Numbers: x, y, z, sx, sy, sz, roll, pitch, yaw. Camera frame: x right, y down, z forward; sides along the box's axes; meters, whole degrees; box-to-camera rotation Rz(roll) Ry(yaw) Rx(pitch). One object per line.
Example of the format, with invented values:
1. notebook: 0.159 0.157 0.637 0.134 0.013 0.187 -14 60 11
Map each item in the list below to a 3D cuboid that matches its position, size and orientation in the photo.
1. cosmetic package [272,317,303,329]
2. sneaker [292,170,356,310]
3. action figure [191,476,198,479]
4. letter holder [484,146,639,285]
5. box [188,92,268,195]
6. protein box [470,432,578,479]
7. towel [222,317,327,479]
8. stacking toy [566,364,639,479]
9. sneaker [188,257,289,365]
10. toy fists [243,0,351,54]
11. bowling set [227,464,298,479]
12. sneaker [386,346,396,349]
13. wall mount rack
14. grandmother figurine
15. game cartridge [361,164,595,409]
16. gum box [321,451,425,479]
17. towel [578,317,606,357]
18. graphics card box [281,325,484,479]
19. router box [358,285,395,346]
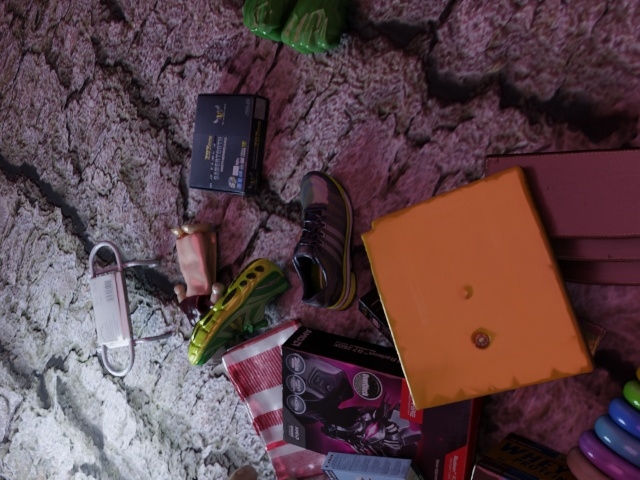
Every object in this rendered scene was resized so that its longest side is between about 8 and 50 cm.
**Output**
1. cosmetic package: -0.058 0.234 1.362 0.060 0.041 0.115 -25 77 31
2. sneaker: 0.000 0.000 1.276 0.111 0.121 0.299 -13 83 33
3. action figure: -0.261 0.661 1.439 0.276 0.141 0.163 10 107 32
4. letter holder: 0.429 -0.031 0.976 0.302 0.152 0.214 2 93 34
5. box: -0.220 -0.228 1.462 0.184 0.059 0.232 10 95 35
6. protein box: 0.325 0.457 1.011 0.136 0.200 0.201 16 98 32
7. towel: -0.065 0.355 1.334 0.237 0.037 0.328 -28 86 30
8. stacking toy: 0.514 0.242 0.934 0.141 0.141 0.330 31 103 30
9. sneaker: -0.182 0.177 1.370 0.295 0.123 0.109 -48 24 6
10. toy fists: -0.059 -0.488 1.338 0.279 0.096 0.142 31 96 31
11. bowling set: -0.085 0.610 1.292 0.287 0.154 0.199 -1 105 26
12. sneaker: 0.159 0.261 1.197 0.221 0.083 0.087 0 96 36
13. wall mount rack: -0.550 0.183 1.647 0.304 0.130 0.349 -14 82 29
14. grandmother figurine: -0.284 0.132 1.487 0.208 0.104 0.342 -11 86 61
15. game cartridge: 0.236 0.081 0.980 0.286 0.053 0.323 -20 80 26
16. gum box: 0.115 0.459 1.137 0.185 0.041 0.157 -9 124 38
17. towel: 0.436 0.161 1.053 0.083 0.009 0.060 24 104 32
18. graphics card box: 0.106 0.313 1.152 0.371 0.094 0.232 12 115 24
19. router box: 0.179 0.111 1.138 0.179 0.046 0.133 -35 62 -19
